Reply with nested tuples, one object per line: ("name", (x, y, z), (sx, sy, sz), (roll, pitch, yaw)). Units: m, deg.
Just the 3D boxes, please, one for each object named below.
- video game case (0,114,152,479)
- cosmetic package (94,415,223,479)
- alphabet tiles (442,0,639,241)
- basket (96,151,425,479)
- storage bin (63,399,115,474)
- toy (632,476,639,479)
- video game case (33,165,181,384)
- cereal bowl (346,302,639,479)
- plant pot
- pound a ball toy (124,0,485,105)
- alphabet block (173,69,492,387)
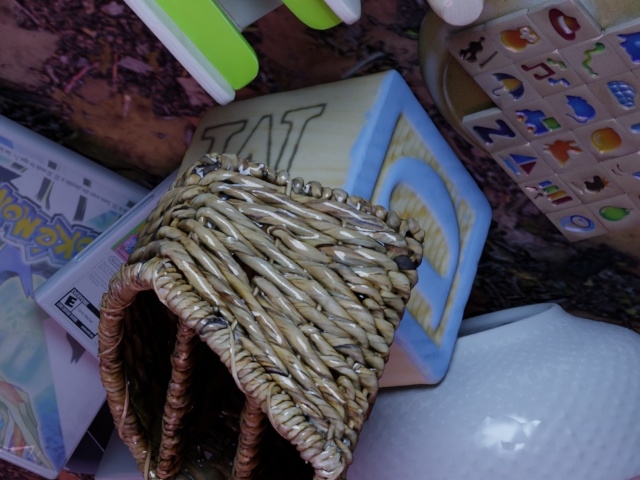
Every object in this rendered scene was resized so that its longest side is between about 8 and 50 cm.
("video game case", (-0.315, 0.037, 1.630), (0.329, 0.036, 0.300), (27, 105, -22))
("cosmetic package", (-0.053, 0.294, 1.939), (0.197, 0.155, 0.365), (-9, 135, 33))
("alphabet tiles", (0.206, -0.090, 1.344), (0.198, 0.009, 0.237), (-15, 132, 41))
("basket", (-0.071, 0.111, 1.293), (0.213, 0.223, 0.299), (20, 147, 2))
("storage bin", (-0.270, 0.183, 1.952), (0.098, 0.091, 0.135), (1, 140, 26))
("toy", (0.372, 0.248, 1.744), (0.237, 0.056, 0.137), (33, 148, -9))
("video game case", (-0.128, 0.053, 1.649), (0.193, 0.023, 0.212), (-40, 125, 2))
("cereal bowl", (0.145, 0.142, 1.539), (0.339, 0.339, 0.141), (-14, 92, 40))
("plant pot", (0.184, -0.116, 1.357), (0.236, 0.032, 0.236), (14, 145, 10))
("pound a ball toy", (-0.053, -0.248, 1.238), (0.208, 0.136, 0.319), (-31, 125, 19))
("alphabet block", (0.000, 0.000, 1.469), (0.197, 0.193, 0.192), (-7, 136, 35))
